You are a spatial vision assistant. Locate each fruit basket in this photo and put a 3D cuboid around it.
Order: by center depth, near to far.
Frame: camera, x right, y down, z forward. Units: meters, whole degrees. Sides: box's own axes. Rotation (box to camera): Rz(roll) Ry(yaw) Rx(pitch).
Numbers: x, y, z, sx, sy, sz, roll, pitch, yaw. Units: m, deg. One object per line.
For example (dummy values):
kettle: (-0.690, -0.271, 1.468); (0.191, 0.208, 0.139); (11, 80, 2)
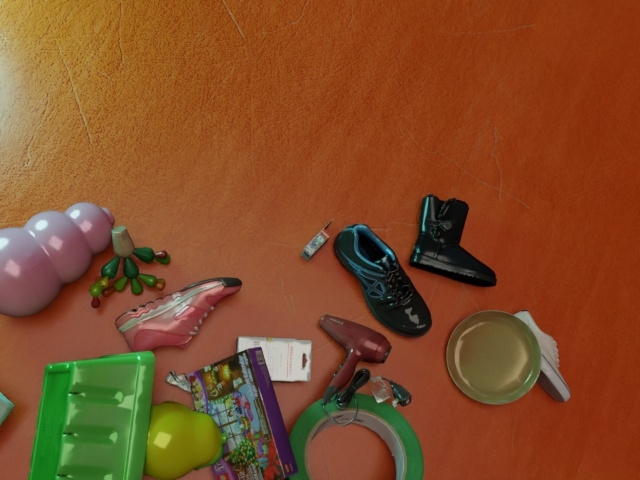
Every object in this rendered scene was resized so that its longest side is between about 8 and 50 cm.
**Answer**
fruit basket: (-0.413, 0.431, 1.571); (0.392, 0.282, 0.392); (11, 74, -40)

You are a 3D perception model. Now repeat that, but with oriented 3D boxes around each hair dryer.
hair dryer: (0.079, 0.291, 1.736); (0.223, 0.080, 0.294); (-7, 48, -26)

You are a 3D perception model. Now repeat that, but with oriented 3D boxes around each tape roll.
tape roll: (0.076, 0.517, 1.663); (0.321, 0.077, 0.321); (4, 54, -6)

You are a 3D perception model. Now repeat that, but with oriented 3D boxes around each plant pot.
plant pot: (0.442, 0.298, 1.829); (0.236, 0.032, 0.237); (-3, 78, 15)

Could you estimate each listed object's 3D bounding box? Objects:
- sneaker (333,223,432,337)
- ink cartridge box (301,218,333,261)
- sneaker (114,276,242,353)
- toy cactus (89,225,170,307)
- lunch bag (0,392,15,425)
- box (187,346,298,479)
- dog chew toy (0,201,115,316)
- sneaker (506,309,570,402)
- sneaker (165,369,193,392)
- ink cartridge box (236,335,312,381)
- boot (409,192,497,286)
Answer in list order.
sneaker: (0.162, 0.104, 1.811); (0.125, 0.140, 0.341); (-40, 87, -19)
ink cartridge box: (0.000, 0.000, 1.847); (0.029, 0.063, 0.115); (43, 72, 4)
sneaker: (-0.326, 0.185, 1.728); (0.313, 0.116, 0.136); (-22, 91, -9)
toy cactus: (-0.457, 0.057, 1.701); (0.218, 0.112, 0.181); (-22, 120, -25)
lunch bag: (-0.825, 0.375, 1.544); (0.262, 0.160, 0.223); (33, 71, 5)
box: (-0.183, 0.414, 1.635); (0.057, 0.200, 0.294); (4, 63, -56)
dog chew toy: (-0.627, 0.028, 1.658); (0.331, 0.206, 0.207); (-36, 84, -25)
sneaker: (0.581, 0.295, 1.862); (0.091, 0.094, 0.258); (-32, 82, -12)
sneaker: (-0.327, 0.338, 1.712); (0.083, 0.032, 0.037); (26, 72, -4)
ink cartridge box: (-0.116, 0.293, 1.748); (0.181, 0.061, 0.104); (4, 75, -9)
boot: (0.370, -0.003, 1.901); (0.246, 0.094, 0.207); (17, 77, 0)
